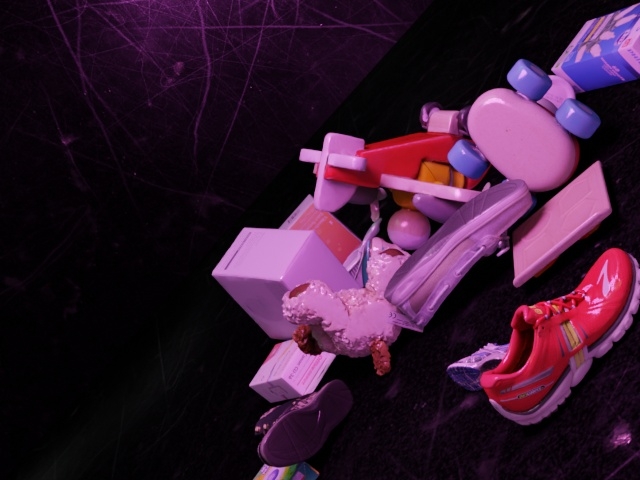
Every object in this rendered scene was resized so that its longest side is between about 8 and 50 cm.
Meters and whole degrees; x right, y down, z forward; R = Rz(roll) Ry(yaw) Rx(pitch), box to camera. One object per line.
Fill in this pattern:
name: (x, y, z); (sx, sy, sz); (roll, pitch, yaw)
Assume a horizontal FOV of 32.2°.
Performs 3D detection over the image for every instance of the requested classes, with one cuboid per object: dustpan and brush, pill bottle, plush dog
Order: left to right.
plush dog: (0.068, 0.152, 2.075); (0.262, 0.211, 0.225); (-23, -5, -11)
dustpan and brush: (0.083, 0.046, 2.434); (0.211, 0.060, 0.147); (-50, 15, 1)
pill bottle: (0.432, -0.278, 2.152); (0.087, 0.087, 0.160); (-48, 8, 6)

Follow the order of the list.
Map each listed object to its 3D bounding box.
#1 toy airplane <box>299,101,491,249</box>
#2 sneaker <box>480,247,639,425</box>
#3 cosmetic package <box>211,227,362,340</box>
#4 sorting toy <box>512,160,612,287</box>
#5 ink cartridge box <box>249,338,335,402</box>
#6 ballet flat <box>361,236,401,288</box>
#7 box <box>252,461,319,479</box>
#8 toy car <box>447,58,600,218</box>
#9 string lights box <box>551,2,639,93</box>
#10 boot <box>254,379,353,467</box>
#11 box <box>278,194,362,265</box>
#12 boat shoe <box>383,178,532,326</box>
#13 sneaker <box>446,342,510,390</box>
toy airplane: (0.148, -0.105, 2.172); (0.384, 0.272, 0.386); (-4, 17, 12)
sneaker: (0.318, 0.113, 1.469); (0.279, 0.118, 0.107); (-52, 15, -8)
cosmetic package: (-0.059, 0.095, 2.294); (0.224, 0.224, 0.138); (4, 53, 48)
sorting toy: (0.387, -0.024, 1.781); (0.193, 0.038, 0.208); (-43, 11, 25)
ink cartridge box: (-0.055, 0.263, 2.289); (0.115, 0.067, 0.198); (-57, 17, -27)
ballet flat: (0.128, 0.052, 2.235); (0.086, 0.086, 0.248); (-52, -7, -10)
box: (-0.075, 0.432, 1.981); (0.105, 0.043, 0.179); (-53, 13, -15)
toy car: (0.387, -0.188, 1.987); (0.219, 0.210, 0.238); (-55, -17, 25)
string lights box: (0.550, -0.355, 2.030); (0.133, 0.077, 0.259); (-53, 15, -13)
boot: (-0.063, 0.346, 1.987); (0.178, 0.085, 0.236); (-30, 4, 44)
box: (0.000, 0.000, 2.574); (0.130, 0.170, 0.091); (-49, 13, 3)
boat shoe: (0.246, 0.020, 1.895); (0.320, 0.103, 0.118); (-44, 10, 22)
sneaker: (0.248, 0.184, 1.656); (0.135, 0.052, 0.058); (-20, 22, 48)
